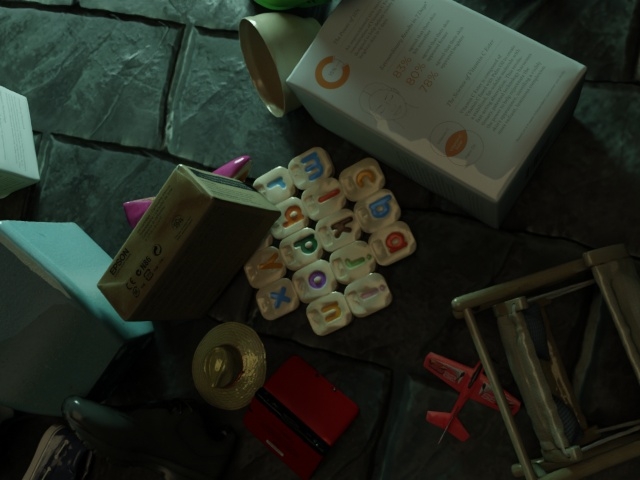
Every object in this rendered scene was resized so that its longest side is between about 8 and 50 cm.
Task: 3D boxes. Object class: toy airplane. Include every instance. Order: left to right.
[{"bbox_3d":[0.211,0.230,0.999,0.151,0.028,0.151,-1,86,12],"label":"toy airplane"}]

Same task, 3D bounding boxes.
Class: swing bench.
[{"bbox_3d":[0.333,0.159,0.886,0.254,0.165,0.253,-21,77,7],"label":"swing bench"}]

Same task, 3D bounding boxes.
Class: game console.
[{"bbox_3d":[-0.033,0.278,1.077,0.144,0.085,0.124,38,126,18],"label":"game console"}]

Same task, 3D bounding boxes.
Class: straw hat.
[{"bbox_3d":[-0.159,0.203,1.101,0.144,0.061,0.145,-2,83,16],"label":"straw hat"}]

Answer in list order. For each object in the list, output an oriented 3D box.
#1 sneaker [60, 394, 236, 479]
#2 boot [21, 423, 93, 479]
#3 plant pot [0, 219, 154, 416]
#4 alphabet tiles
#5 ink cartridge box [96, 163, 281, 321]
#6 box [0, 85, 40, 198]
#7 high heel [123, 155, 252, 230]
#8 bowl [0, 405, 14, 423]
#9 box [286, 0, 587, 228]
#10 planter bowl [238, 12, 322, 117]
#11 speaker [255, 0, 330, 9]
[{"bbox_3d":[-0.255,0.288,1.048,0.130,0.286,0.109,-60,29,-8],"label":"sneaker"},{"bbox_3d":[-0.455,0.416,1.161,0.086,0.069,0.190,19,88,21],"label":"boot"},{"bbox_3d":[-0.424,0.142,1.107,0.252,0.247,0.248,36,95,5],"label":"plant pot"},{"bbox_3d":[0.000,0.000,1.096,0.278,0.021,0.284,-28,76,15],"label":"alphabet tiles"},{"bbox_3d":[-0.198,0.011,1.052,0.088,0.193,0.235,43,104,22],"label":"ink cartridge box"},{"bbox_3d":[-0.642,-0.174,1.266,0.181,0.119,0.182,-17,78,15],"label":"box"},{"bbox_3d":[-0.225,-0.087,1.147,0.244,0.082,0.117,-41,83,22],"label":"high heel"},{"bbox_3d":[-0.621,0.273,1.170,0.156,0.289,0.289,-16,75,-29],"label":"bowl"},{"bbox_3d":[0.163,-0.206,0.985,0.345,0.168,0.215,34,89,18],"label":"box"},{"bbox_3d":[-0.047,-0.290,1.088,0.109,0.162,0.162,-24,75,-15],"label":"planter bowl"},{"bbox_3d":[-0.034,-0.415,1.016,0.131,0.296,0.131,-5,106,-19],"label":"speaker"}]
